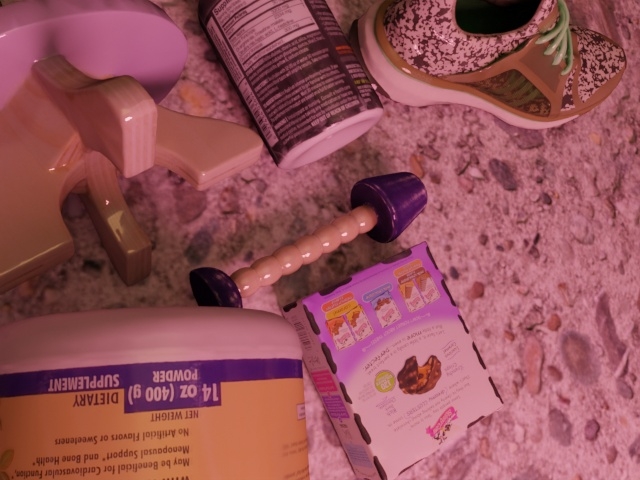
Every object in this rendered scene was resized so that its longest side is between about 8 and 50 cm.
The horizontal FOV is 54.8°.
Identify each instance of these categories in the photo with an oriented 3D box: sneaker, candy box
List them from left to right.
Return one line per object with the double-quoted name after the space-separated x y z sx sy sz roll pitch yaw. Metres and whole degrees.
0.076 0.124 0.650 0.165 0.070 0.196 -22 85 -27 "candy box"
0.252 -0.244 0.762 0.411 0.182 0.157 -3 77 -24 "sneaker"

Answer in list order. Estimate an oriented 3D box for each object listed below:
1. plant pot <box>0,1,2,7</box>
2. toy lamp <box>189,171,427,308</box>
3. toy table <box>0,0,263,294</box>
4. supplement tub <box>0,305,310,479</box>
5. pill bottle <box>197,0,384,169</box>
-0.365 -0.206 0.434 0.257 0.274 0.256 6 74 -21 "plant pot"
0.000 0.000 0.646 0.275 0.080 0.080 -28 89 -28 "toy lamp"
-0.196 -0.075 0.509 0.274 0.252 0.161 -36 75 -19 "toy table"
-0.123 0.225 0.442 0.241 0.241 0.331 1 75 -23 "supplement tub"
-0.044 -0.210 0.654 0.131 0.130 0.245 -27 88 -27 "pill bottle"
